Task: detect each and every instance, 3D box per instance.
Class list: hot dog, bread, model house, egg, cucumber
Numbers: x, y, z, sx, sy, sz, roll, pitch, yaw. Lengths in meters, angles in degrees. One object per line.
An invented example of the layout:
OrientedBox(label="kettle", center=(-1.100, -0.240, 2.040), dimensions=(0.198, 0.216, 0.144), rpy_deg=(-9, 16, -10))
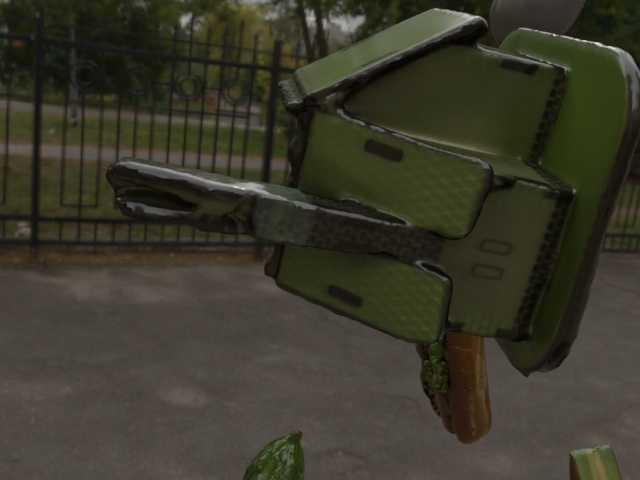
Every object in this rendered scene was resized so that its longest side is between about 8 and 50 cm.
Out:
OrientedBox(label="hot dog", center=(0.212, 0.200, 1.168), dimensions=(0.100, 0.337, 0.135), rpy_deg=(-20, 34, -11))
OrientedBox(label="bread", center=(0.404, 0.374, 1.043), dimensions=(0.074, 0.139, 0.084), rpy_deg=(-13, -13, -8))
OrientedBox(label="model house", center=(0.017, -0.054, 0.460), dimensions=(0.278, 0.205, 0.218), rpy_deg=(8, 19, -8))
OrientedBox(label="egg", center=(0.398, -0.432, 1.281), dimensions=(0.146, 0.198, 0.146), rpy_deg=(38, 22, -19))
OrientedBox(label="cucumber", center=(-0.084, 0.443, 1.241), dimensions=(0.134, 0.244, 0.134), rpy_deg=(21, 5, -2))
